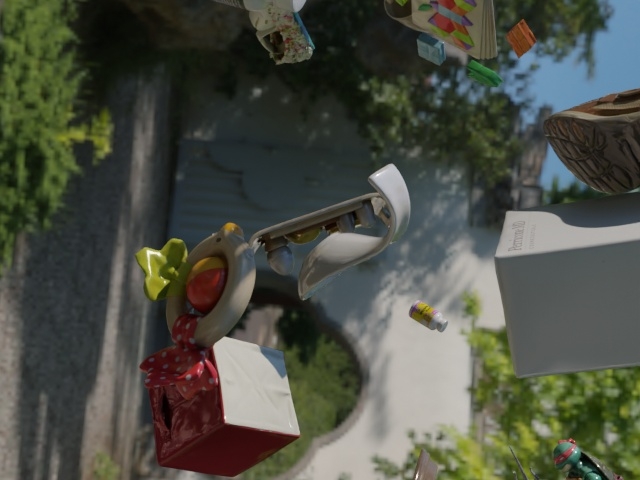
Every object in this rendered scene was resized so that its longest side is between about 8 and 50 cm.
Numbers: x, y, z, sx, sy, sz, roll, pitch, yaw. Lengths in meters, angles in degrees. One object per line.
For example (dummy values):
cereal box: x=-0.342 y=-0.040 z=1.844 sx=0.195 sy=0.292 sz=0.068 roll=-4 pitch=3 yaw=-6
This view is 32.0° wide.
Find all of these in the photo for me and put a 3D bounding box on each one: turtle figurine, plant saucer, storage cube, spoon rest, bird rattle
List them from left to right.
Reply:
bird rattle: x=-0.171 y=0.084 z=1.537 sx=0.207 sy=0.143 sz=0.253 roll=-43 pitch=-150 yaw=27
storage cube: x=-0.178 y=0.306 z=2.052 sx=0.193 sy=0.215 sz=0.184 roll=-37 pitch=-129 yaw=33
spoon rest: x=0.051 y=0.006 z=1.622 sx=0.137 sy=0.084 sz=0.276 roll=-33 pitch=165 yaw=-40
plant saucer: x=0.168 y=0.521 z=2.041 sx=0.278 sy=0.041 sz=0.278 roll=14 pitch=90 yaw=-82
turtle figurine: x=0.369 y=0.362 z=1.541 sx=0.234 sy=0.118 sz=0.175 roll=50 pitch=-3 yaw=0

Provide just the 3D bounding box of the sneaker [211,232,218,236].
sneaker: x=-0.220 y=0.030 z=2.613 sx=0.044 sy=0.109 sz=0.040 roll=-46 pitch=-178 yaw=29

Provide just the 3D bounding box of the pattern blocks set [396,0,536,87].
pattern blocks set: x=0.205 y=-0.361 z=1.729 sx=0.026 sy=0.285 sz=0.325 roll=-50 pitch=144 yaw=-17

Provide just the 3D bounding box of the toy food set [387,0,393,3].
toy food set: x=0.059 y=-0.458 z=1.679 sx=0.192 sy=0.038 sz=0.132 roll=47 pitch=-18 yaw=20

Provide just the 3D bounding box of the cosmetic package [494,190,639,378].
cosmetic package: x=0.403 y=0.033 z=1.274 sx=0.217 sy=0.384 sz=0.156 roll=-55 pitch=136 yaw=-71

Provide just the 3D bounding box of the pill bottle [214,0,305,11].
pill bottle: x=-0.105 y=-0.361 z=1.466 sx=0.108 sy=0.180 sz=0.108 roll=18 pitch=90 yaw=-78

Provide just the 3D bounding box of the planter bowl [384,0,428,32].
planter bowl: x=0.204 y=-0.419 z=1.901 sx=0.162 sy=0.109 sz=0.162 roll=-33 pitch=-139 yaw=35

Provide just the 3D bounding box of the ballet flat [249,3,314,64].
ballet flat: x=-0.065 y=-0.334 z=1.702 sx=0.241 sy=0.077 sz=0.091 roll=61 pitch=4 yaw=-66

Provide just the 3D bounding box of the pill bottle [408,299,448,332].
pill bottle: x=0.237 y=0.168 z=2.440 sx=0.043 sy=0.083 sz=0.043 roll=-42 pitch=149 yaw=-32

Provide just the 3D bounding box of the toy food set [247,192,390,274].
toy food set: x=0.000 y=0.000 z=2.152 sx=0.220 sy=0.306 sz=0.092 roll=106 pitch=-35 yaw=-84

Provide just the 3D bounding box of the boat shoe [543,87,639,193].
boat shoe: x=0.400 y=-0.133 z=1.384 sx=0.123 sy=0.116 sz=0.324 roll=59 pitch=-16 yaw=-19
